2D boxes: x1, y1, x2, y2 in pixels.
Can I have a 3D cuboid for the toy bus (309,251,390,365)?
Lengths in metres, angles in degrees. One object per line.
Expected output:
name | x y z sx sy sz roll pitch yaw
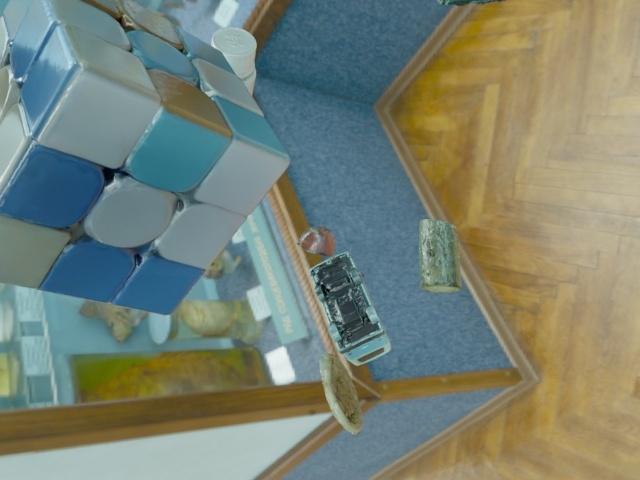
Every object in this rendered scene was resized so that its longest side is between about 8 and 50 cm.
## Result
toy bus | 0.081 0.183 1.783 0.133 0.164 0.271 -26 51 6

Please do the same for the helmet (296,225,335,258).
helmet | 0.001 -0.001 1.241 0.065 0.084 0.049 31 102 41

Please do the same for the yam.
yam | 0.312 0.036 1.782 0.107 0.107 0.194 -19 65 49

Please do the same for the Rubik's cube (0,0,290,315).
Rubik's cube | -0.317 -0.142 1.011 0.347 0.347 0.344 -51 46 21

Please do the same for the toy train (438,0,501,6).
toy train | 0.438 -0.713 1.741 0.178 0.331 0.138 89 167 -50

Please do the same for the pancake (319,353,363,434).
pancake | 0.037 0.268 1.188 0.025 0.151 0.151 -23 64 11

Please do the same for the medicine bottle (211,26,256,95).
medicine bottle | -0.243 -0.440 1.814 0.236 0.139 0.139 108 145 -53
